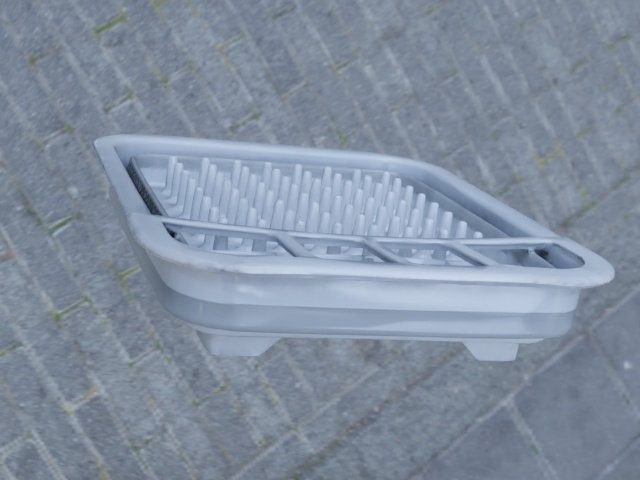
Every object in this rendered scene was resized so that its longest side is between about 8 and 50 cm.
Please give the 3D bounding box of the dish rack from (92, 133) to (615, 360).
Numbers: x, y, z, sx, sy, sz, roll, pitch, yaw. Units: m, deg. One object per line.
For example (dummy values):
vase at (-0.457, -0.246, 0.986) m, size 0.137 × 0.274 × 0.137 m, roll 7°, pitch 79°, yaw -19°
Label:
dish rack at (0.000, 0.000, 0.743) m, size 0.286 × 0.333 × 0.072 m, roll 2°, pitch 107°, yaw -18°
